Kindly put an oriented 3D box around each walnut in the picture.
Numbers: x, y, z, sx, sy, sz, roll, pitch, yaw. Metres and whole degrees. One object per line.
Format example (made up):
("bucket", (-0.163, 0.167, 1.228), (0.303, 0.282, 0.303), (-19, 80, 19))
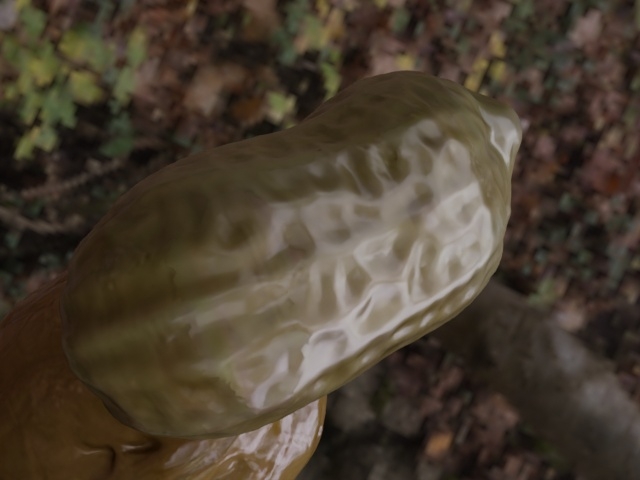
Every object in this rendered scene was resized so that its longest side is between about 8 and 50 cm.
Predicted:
("walnut", (-0.107, 0.097, 1.105), (0.225, 0.193, 0.193), (-39, 173, 20))

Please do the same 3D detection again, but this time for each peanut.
("peanut", (0.000, 0.000, 0.935), (0.153, 0.140, 0.325), (-28, -178, 43))
